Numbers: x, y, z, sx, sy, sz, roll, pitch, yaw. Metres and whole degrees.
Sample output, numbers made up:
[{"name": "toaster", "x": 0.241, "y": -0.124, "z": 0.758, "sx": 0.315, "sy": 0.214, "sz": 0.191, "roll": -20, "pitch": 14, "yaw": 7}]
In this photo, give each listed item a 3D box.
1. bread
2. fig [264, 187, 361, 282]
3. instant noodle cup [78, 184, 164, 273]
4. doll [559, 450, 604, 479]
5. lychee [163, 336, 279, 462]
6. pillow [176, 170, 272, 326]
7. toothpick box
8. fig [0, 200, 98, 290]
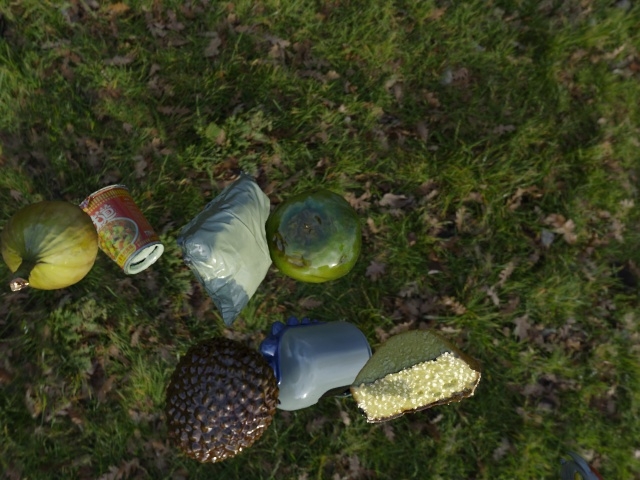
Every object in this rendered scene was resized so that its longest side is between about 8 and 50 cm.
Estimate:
[{"name": "bread", "x": 0.187, "y": 0.263, "z": 0.982, "sx": 0.260, "sy": 0.134, "sz": 0.129, "roll": -28, "pitch": 112, "yaw": 18}, {"name": "fig", "x": 0.000, "y": 0.000, "z": 1.045, "sx": 0.206, "sy": 0.275, "sz": 0.206, "roll": -3, "pitch": 79, "yaw": 13}, {"name": "instant noodle cup", "x": -0.570, "y": -0.022, "z": 1.389, "sx": 0.193, "sy": 0.193, "sz": 0.212, "roll": -38, "pitch": 79, "yaw": -24}, {"name": "doll", "x": 0.525, "y": 0.480, "z": 0.920, "sx": 0.062, "sy": 0.194, "sz": 0.104, "roll": -42, "pitch": 104, "yaw": -1}, {"name": "lychee", "x": -0.226, "y": 0.352, "z": 1.063, "sx": 0.268, "sy": 0.267, "sz": 0.267, "roll": 2, "pitch": 87, "yaw": -28}, {"name": "pillow", "x": -0.206, "y": 0.016, "z": 1.170, "sx": 0.310, "sy": 0.138, "sz": 0.283, "roll": -61, "pitch": 146, "yaw": -45}, {"name": "toothpick box", "x": -0.039, "y": 0.352, "z": 1.418, "sx": 0.355, "sy": 0.263, "sz": 0.262, "roll": 5, "pitch": 85, "yaw": -49}, {"name": "fig", "x": -0.440, "y": 0.024, "z": 0.796, "sx": 0.143, "sy": 0.231, "sz": 0.160, "roll": 24, "pitch": 94, "yaw": -44}]
